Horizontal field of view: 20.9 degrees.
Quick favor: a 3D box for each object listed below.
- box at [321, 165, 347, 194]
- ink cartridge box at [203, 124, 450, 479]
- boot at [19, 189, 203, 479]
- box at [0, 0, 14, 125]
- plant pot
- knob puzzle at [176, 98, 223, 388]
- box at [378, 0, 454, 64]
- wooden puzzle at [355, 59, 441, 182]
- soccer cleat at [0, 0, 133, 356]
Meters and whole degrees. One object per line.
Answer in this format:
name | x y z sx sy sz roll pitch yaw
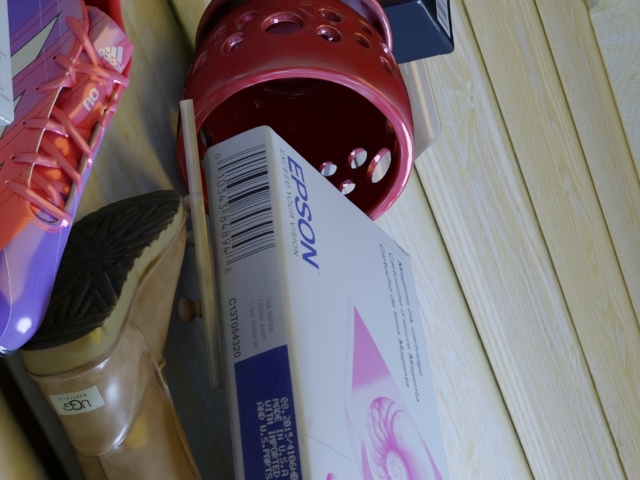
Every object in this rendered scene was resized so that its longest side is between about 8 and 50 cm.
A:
box | 0.000 0.000 1.649 0.145 0.038 0.186 -81 153 -46
ink cartridge box | 0.035 0.123 1.330 0.330 0.071 0.324 38 36 -49
boot | -0.115 0.130 1.183 0.236 0.089 0.269 -65 142 -57
box | -0.234 -0.106 0.939 0.102 0.101 0.087 38 43 -65
plant pot | -0.023 -0.119 1.436 0.174 0.191 0.191 -95 162 -48
knob puzzle | -0.096 0.023 1.297 0.213 0.030 0.213 174 -90 -86
box | 0.018 -0.290 1.653 0.103 0.184 0.261 45 38 -55
wooden puzzle | 0.063 -0.186 1.949 0.239 0.044 0.221 -40 117 -64
soccer cleat | -0.173 -0.082 1.076 0.108 0.116 0.318 51 32 -53
